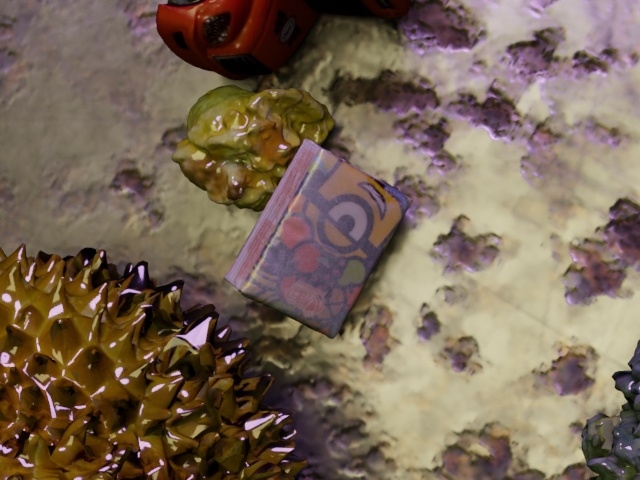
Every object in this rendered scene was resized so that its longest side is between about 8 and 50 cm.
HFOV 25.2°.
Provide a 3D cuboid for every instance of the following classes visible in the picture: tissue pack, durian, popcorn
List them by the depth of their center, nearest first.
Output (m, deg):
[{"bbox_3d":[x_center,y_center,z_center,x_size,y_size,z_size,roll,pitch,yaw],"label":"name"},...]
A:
[{"bbox_3d":[-0.132,0.131,0.648,0.293,0.258,0.258,6,87,0],"label":"durian"},{"bbox_3d":[0.000,0.000,0.716,0.063,0.035,0.083,27,93,-29],"label":"tissue pack"},{"bbox_3d":[-0.034,-0.052,0.730,0.083,0.059,0.068,-24,80,1],"label":"popcorn"}]

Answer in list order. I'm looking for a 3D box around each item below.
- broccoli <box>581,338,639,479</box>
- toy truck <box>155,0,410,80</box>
[{"bbox_3d":[0.264,0.134,0.619,0.304,0.145,0.165,35,98,1],"label":"broccoli"},{"bbox_3d":[0.010,-0.195,0.707,0.114,0.107,0.252,20,90,14],"label":"toy truck"}]
